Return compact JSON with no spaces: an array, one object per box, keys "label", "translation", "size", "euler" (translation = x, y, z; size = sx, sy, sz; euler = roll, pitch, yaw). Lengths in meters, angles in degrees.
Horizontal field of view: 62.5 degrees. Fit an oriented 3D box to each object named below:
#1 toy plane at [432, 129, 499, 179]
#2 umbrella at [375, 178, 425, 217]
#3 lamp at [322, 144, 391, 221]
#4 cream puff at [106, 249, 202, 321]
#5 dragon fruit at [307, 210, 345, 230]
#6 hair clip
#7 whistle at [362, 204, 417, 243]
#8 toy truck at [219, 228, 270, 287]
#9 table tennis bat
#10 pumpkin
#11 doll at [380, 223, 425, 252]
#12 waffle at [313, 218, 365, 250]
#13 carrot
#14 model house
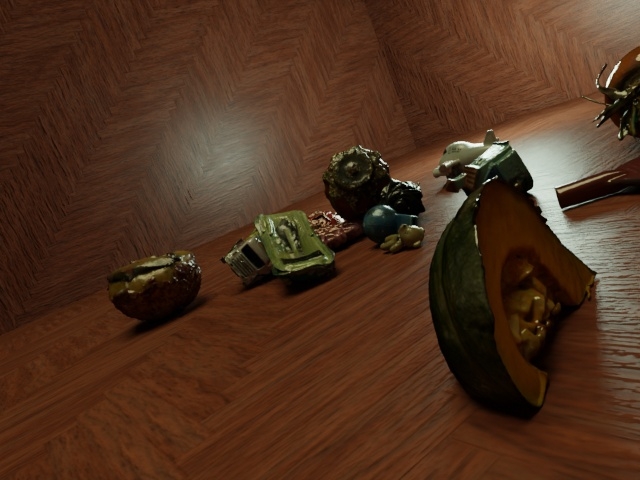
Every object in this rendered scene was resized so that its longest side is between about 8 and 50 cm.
[{"label":"toy plane","translation":[0.448,-0.254,1.586],"size":[0.245,0.117,0.244],"euler":[-22,10,4]},{"label":"umbrella","translation":[0.210,-0.110,1.329],"size":[0.118,0.118,0.340],"euler":[-19,9,17]},{"label":"lamp","translation":[0.103,-0.137,1.379],"size":[0.177,0.177,0.274],"euler":[-21,-15,5]},{"label":"cream puff","translation":[-0.402,0.112,1.295],"size":[0.240,0.164,0.240],"euler":[-11,-2,0]},{"label":"dragon fruit","translation":[0.004,-0.042,1.508],"size":[0.162,0.083,0.106],"euler":[-20,11,-6]},{"label":"hair clip","translation":[-0.059,0.024,1.154],"size":[0.138,0.091,0.321],"euler":[-9,25,-11]},{"label":"whistle","translation":[0.137,-0.033,1.112],"size":[0.090,0.090,0.158],"euler":[-23,10,-9]},{"label":"toy truck","translation":[-0.165,0.028,1.316],"size":[0.114,0.098,0.227],"euler":[-41,7,7]},{"label":"table tennis bat","translation":[0.529,-0.115,0.818],"size":[0.310,0.038,0.200],"euler":[-18,9,19]},{"label":"pumpkin","translation":[0.158,0.020,0.491],"size":[0.111,0.163,0.278],"euler":[-13,11,40]},{"label":"doll","translation":[0.160,0.001,1.026],"size":[0.061,0.051,0.093],"euler":[-60,8,-34]},{"label":"waffle","translation":[0.000,0.000,1.333],"size":[0.234,0.055,0.221],"euler":[-27,10,-26]},{"label":"carrot","translation":[0.689,-0.313,1.080],"size":[0.331,0.214,0.193],"euler":[-36,-10,-45]},{"label":"model house","translation":[0.343,-0.120,1.100],"size":[0.149,0.119,0.148],"euler":[-31,9,8]}]
